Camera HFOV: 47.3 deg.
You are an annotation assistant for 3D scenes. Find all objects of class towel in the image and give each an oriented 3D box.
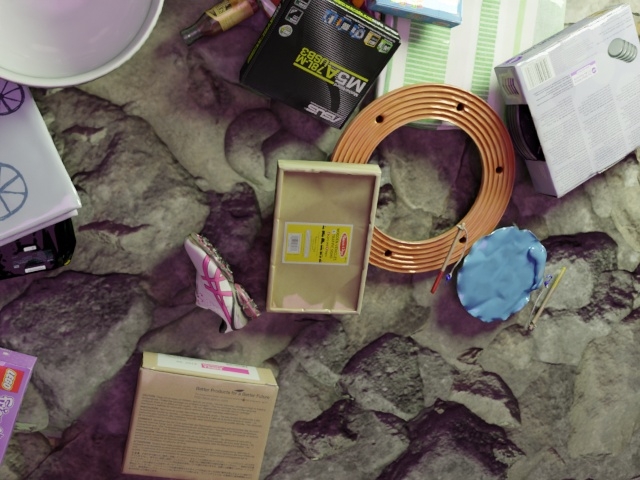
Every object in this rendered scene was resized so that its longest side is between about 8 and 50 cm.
[{"bbox_3d":[0.254,-0.304,1.239,0.324,0.038,0.248,2,101,-12],"label":"towel"}]

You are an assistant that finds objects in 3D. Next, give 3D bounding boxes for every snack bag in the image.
[{"bbox_3d":[-0.564,-0.136,1.070,0.323,0.037,0.343,-24,89,-5],"label":"snack bag"}]

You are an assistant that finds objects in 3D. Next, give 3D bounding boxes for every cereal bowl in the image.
[{"bbox_3d":[-0.387,-0.384,1.026,0.338,0.141,0.339,-2,100,-14],"label":"cereal bowl"}]

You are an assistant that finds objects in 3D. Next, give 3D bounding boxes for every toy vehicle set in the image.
[{"bbox_3d":[0.000,0.000,1.218,0.165,0.035,0.267,3,115,-9],"label":"toy vehicle set"}]

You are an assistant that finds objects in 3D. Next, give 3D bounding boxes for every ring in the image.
[{"bbox_3d":[0.171,-0.102,1.248,0.336,0.032,0.337,-5,114,-11],"label":"ring"}]

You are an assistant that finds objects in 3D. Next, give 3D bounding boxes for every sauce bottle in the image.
[{"bbox_3d":[-0.159,-0.345,1.139,0.128,0.042,0.042,-32,107,-5],"label":"sauce bottle"}]

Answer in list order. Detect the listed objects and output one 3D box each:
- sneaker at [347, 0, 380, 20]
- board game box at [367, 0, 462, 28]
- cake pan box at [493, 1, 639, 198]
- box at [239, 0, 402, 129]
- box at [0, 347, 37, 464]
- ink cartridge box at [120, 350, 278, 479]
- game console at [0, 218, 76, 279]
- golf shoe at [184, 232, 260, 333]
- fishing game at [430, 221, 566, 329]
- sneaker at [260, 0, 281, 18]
[{"bbox_3d":[0.037,-0.414,1.158,0.083,0.069,0.186,-19,100,2],"label":"sneaker"},{"bbox_3d":[0.154,-0.454,1.144,0.160,0.039,0.212,4,88,-26],"label":"board game box"},{"bbox_3d":[0.445,-0.236,1.252,0.266,0.070,0.246,-31,109,-14],"label":"cake pan box"},{"bbox_3d":[-0.002,-0.284,1.133,0.190,0.045,0.184,22,124,-24],"label":"box"},{"bbox_3d":[-0.606,0.302,1.183,0.200,0.057,0.293,19,98,-15],"label":"box"},{"bbox_3d":[-0.208,0.306,1.252,0.234,0.088,0.193,11,98,-13],"label":"ink cartridge box"},{"bbox_3d":[-0.575,-0.033,1.123,0.361,0.044,0.213,-11,103,-10],"label":"game console"},{"bbox_3d":[-0.180,0.075,1.216,0.086,0.067,0.186,-33,107,-2],"label":"golf shoe"},{"bbox_3d":[0.325,0.058,1.329,0.264,0.041,0.189,17,103,-25],"label":"fishing game"},{"bbox_3d":[-0.054,-0.415,1.105,0.128,0.087,0.221,-32,122,22],"label":"sneaker"}]
